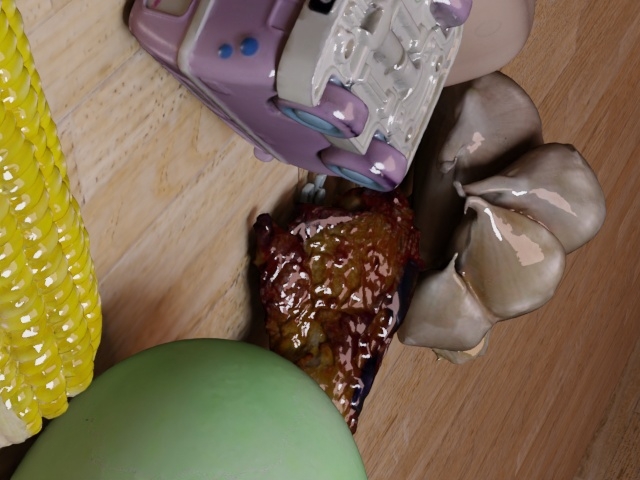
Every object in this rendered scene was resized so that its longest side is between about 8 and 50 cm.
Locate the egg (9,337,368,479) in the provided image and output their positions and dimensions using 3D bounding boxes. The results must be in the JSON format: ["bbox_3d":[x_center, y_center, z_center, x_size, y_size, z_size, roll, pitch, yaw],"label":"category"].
[{"bbox_3d":[-0.078,0.188,0.757,0.220,0.220,0.269,65,41,-62],"label":"egg"}]

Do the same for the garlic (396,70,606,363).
[{"bbox_3d":[0.128,-0.023,1.167,0.237,0.210,0.292,-41,165,-27],"label":"garlic"}]

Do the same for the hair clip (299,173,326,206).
[{"bbox_3d":[0.001,-0.001,1.060,0.030,0.039,0.115,-54,152,-45],"label":"hair clip"}]

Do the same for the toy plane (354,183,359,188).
[{"bbox_3d":[0.041,-0.086,1.100,0.049,0.031,0.120,6,99,-78],"label":"toy plane"}]

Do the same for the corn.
[{"bbox_3d":[-0.164,-0.033,0.517,0.123,0.122,0.305,-29,139,-21],"label":"corn"}]

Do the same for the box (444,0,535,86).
[{"bbox_3d":[0.079,-0.178,0.959,0.200,0.146,0.088,53,26,-64],"label":"box"}]

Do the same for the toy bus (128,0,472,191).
[{"bbox_3d":[-0.004,-0.124,0.789,0.142,0.142,0.202,-68,159,-7],"label":"toy bus"}]

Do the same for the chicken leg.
[{"bbox_3d":[-0.017,0.079,0.988,0.177,0.083,0.322,46,62,-40],"label":"chicken leg"}]
